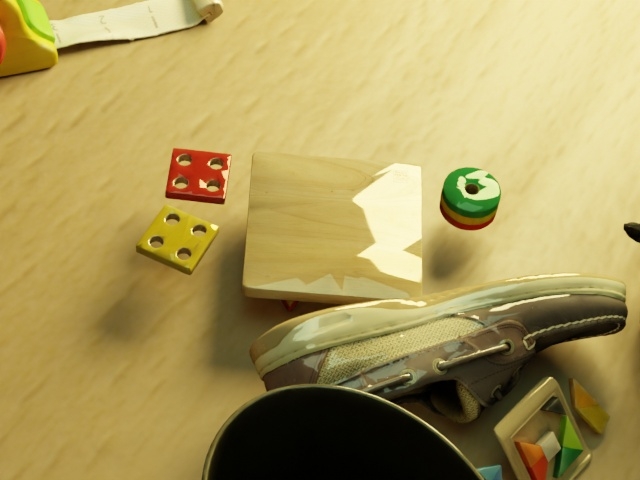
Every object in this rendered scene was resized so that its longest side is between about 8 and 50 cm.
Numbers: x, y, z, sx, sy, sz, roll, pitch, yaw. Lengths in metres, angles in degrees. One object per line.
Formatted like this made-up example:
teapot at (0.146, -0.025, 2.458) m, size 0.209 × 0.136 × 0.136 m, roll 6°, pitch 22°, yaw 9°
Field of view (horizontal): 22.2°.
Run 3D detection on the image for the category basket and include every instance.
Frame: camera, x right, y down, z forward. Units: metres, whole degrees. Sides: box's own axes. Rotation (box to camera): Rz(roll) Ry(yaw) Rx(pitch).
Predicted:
basket at (0.012, 0.224, 0.955) m, size 0.154 × 0.227 × 0.204 m, roll -27°, pitch 60°, yaw -25°

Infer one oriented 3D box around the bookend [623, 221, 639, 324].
bookend at (0.273, 0.072, 1.186) m, size 0.072 × 0.156 × 0.157 m, roll 0°, pitch 8°, yaw -5°

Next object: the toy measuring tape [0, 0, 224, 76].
toy measuring tape at (-0.238, -0.199, 1.331) m, size 0.330 × 0.121 × 0.121 m, roll -13°, pitch 55°, yaw -16°

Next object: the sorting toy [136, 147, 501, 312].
sorting toy at (0.000, 0.000, 1.242) m, size 0.274 × 0.046 × 0.132 m, roll 4°, pitch 52°, yaw -3°

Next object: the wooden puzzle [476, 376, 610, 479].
wooden puzzle at (0.159, 0.142, 1.143) m, size 0.116 × 0.078 × 0.014 m, roll -47°, pitch 24°, yaw -27°

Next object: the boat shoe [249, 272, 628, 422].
boat shoe at (0.093, 0.085, 1.160) m, size 0.285 × 0.103 × 0.092 m, roll -8°, pitch 74°, yaw -21°
